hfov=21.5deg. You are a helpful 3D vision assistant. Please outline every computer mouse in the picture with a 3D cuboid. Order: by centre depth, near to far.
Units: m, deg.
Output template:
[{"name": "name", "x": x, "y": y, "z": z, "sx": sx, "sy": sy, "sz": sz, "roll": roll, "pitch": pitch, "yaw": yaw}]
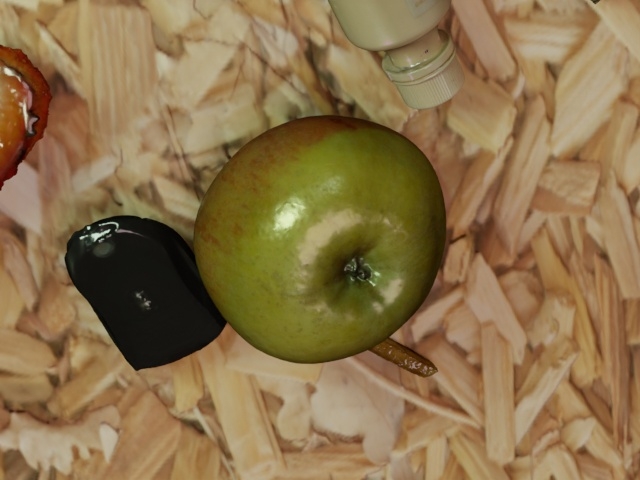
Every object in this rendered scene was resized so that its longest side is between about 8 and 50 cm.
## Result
[{"name": "computer mouse", "x": -0.180, "y": 0.043, "z": 1.698, "sx": 0.122, "sy": 0.073, "sz": 0.217, "roll": -22, "pitch": 131, "yaw": 8}]

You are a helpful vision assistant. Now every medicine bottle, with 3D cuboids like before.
[{"name": "medicine bottle", "x": 0.063, "y": -0.240, "z": 1.601, "sx": 0.114, "sy": 0.114, "sz": 0.252, "roll": -30, "pitch": 122, "yaw": -1}]

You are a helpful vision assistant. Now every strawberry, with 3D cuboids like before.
[{"name": "strawberry", "x": -0.328, "y": -0.102, "z": 1.573, "sx": 0.121, "sy": 0.082, "sz": 0.188, "roll": 35, "pitch": 107, "yaw": -5}]

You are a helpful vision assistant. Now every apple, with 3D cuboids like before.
[{"name": "apple", "x": 0.000, "y": 0.000, "z": 1.665, "sx": 0.260, "sy": 0.194, "sz": 0.261, "roll": -8, "pitch": 117, "yaw": -16}]

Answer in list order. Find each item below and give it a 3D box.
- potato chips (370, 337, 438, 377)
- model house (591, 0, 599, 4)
[{"name": "potato chips", "x": 0.046, "y": 0.107, "z": 1.836, "sx": 0.204, "sy": 0.037, "sz": 0.026, "roll": 25, "pitch": 117, "yaw": -34}, {"name": "model house", "x": 0.282, "y": -0.288, "z": 1.691, "sx": 0.058, "sy": 0.057, "sz": 0.083, "roll": -46, "pitch": 105, "yaw": -21}]
